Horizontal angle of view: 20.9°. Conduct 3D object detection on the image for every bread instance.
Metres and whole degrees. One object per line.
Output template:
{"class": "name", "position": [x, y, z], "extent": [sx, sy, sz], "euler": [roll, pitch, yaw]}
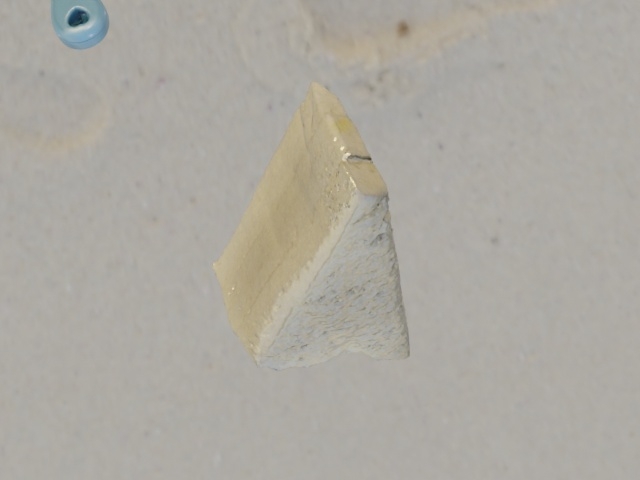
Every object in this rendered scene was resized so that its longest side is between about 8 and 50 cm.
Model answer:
{"class": "bread", "position": [0.020, -0.006, 0.873], "extent": [0.105, 0.077, 0.152], "euler": [-5, 146, -32]}

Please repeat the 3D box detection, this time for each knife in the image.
{"class": "knife", "position": [-0.233, -0.282, 1.615], "extent": [0.058, 0.244, 0.032], "euler": [-16, 151, 7]}
